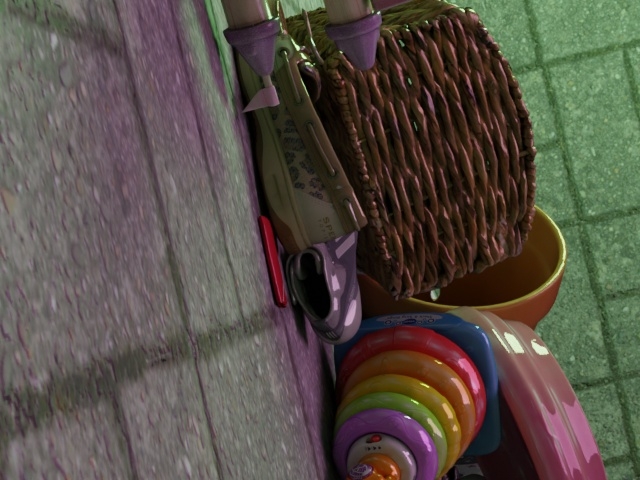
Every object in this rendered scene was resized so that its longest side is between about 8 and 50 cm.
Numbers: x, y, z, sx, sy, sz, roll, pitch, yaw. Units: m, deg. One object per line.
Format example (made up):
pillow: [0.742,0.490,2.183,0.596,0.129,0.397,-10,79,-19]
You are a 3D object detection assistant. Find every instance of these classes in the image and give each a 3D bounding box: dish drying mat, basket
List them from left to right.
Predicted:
dish drying mat: [-0.043,0.020,1.369,0.032,0.008,0.083,44,34,-76]
basket: [0.095,-0.120,1.641,0.223,0.214,0.299,35,-36,64]

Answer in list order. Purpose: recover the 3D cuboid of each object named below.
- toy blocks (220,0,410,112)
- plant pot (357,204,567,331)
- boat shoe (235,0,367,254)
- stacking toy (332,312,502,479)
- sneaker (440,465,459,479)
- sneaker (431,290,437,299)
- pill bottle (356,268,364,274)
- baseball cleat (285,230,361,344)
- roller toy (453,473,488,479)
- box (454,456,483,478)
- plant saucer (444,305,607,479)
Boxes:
toy blocks: [0.024,-0.283,1.358,0.309,0.289,0.260,-91,163,-72]
plant pot: [0.169,0.081,1.967,0.291,0.291,0.203,-93,-176,-55]
boat shoe: [-0.022,-0.124,1.465,0.104,0.089,0.285,57,19,-68]
stacking toy: [0.069,0.203,1.480,0.302,0.175,0.165,-54,137,-63]
sneaker: [0.165,0.389,2.049,0.227,0.087,0.130,-95,168,-65]
sneaker: [0.155,0.108,2.394,0.115,0.105,0.281,-85,160,-69]
pill bottle: [0.051,-0.083,1.804,0.131,0.131,0.229,-93,168,-54]
baseball cleat: [0.000,0.000,1.501,0.109,0.072,0.205,52,22,-59]
roller toy: [0.161,0.384,1.763,0.191,0.146,0.209,-111,180,-63]
box: [0.190,0.258,2.160,0.247,0.163,0.142,62,20,-64]
plant saucer: [0.239,0.223,1.712,0.332,0.084,0.332,159,-90,-82]
